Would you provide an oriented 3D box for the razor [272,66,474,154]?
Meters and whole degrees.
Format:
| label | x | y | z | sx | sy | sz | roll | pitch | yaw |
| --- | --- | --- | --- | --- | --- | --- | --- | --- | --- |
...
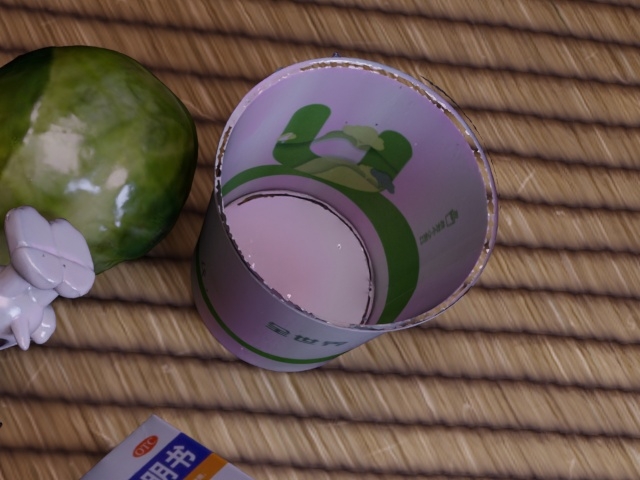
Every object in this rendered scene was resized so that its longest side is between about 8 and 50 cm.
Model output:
| label | x | y | z | sx | sy | sz | roll | pitch | yaw |
| --- | --- | --- | --- | --- | --- | --- | --- | --- | --- |
| razor | 0.046 | -0.102 | 1.732 | 0.232 | 0.106 | 0.068 | 38 | 62 | 9 |

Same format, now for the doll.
| label | x | y | z | sx | sy | sz | roll | pitch | yaw |
| --- | --- | --- | --- | --- | --- | --- | --- | --- | --- |
| doll | -0.331 | 0.075 | 1.443 | 0.208 | 0.271 | 0.144 | 9 | 43 | -33 |

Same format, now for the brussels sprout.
| label | x | y | z | sx | sy | sz | roll | pitch | yaw |
| --- | --- | --- | --- | --- | --- | --- | --- | --- | --- |
| brussels sprout | -0.243 | -0.055 | 1.544 | 0.271 | 0.219 | 0.210 | -40 | 99 | -2 |

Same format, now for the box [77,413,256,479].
| label | x | y | z | sx | sy | sz | roll | pitch | yaw |
| --- | --- | --- | --- | --- | --- | --- | --- | --- | --- |
| box | -0.094 | 0.300 | 1.396 | 0.299 | 0.106 | 0.200 | 28 | 53 | 31 |

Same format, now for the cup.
| label | x | y | z | sx | sy | sz | roll | pitch | yaw |
| --- | --- | --- | --- | --- | --- | --- | --- | --- | --- |
| cup | 0.000 | 0.000 | 1.565 | 0.253 | 0.274 | 0.253 | 6 | 69 | -14 |
